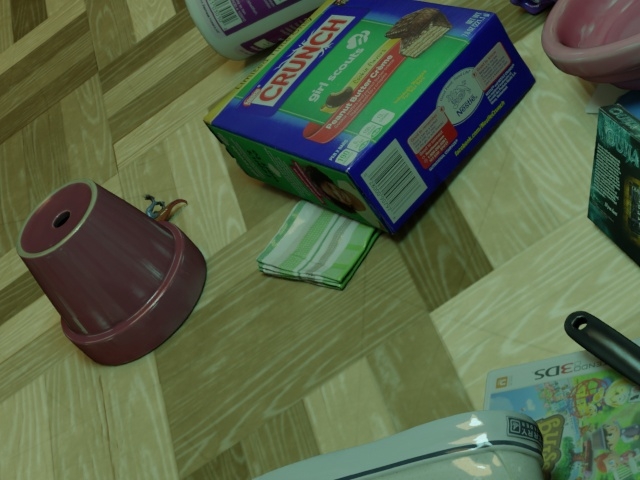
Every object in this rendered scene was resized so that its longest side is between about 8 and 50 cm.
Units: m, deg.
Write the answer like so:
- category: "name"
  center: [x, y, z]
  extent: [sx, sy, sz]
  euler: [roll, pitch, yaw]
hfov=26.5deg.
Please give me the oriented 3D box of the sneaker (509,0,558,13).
- category: "sneaker"
  center: [0.281, -0.335, 1.607]
  extent: [0.105, 0.095, 0.236]
  euler: [-65, 5, -13]

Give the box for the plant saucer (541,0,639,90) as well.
- category: "plant saucer"
  center: [0.393, -0.267, 1.430]
  extent: [0.332, 0.084, 0.332]
  euler: [-33, 20, 14]

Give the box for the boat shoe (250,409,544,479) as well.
- category: "boat shoe"
  center: [0.042, 0.277, 1.193]
  extent: [0.367, 0.136, 0.157]
  euler: [-23, 53, 31]

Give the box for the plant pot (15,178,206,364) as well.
- category: "plant pot"
  center: [-0.276, 0.027, 1.712]
  extent: [0.201, 0.180, 0.201]
  euler: [-26, 37, 21]

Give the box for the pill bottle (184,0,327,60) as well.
- category: "pill bottle"
  center: [-0.034, -0.389, 1.942]
  extent: [0.301, 0.169, 0.169]
  euler: [-22, 39, 24]

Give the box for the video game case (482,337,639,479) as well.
- category: "video game case"
  center: [0.226, 0.186, 1.201]
  extent: [0.193, 0.023, 0.212]
  euler: [-17, 42, 31]

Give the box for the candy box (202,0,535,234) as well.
- category: "candy box"
  center: [0.053, -0.170, 1.657]
  extent: [0.268, 0.122, 0.317]
  euler: [-47, 34, -15]

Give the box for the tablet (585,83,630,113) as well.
- category: "tablet"
  center: [0.334, -0.160, 1.488]
  extent: [0.083, 0.006, 0.054]
  euler: [5, 56, 47]

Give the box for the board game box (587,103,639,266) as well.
- category: "board game box"
  center: [0.311, -0.035, 1.278]
  extent: [0.026, 0.126, 0.186]
  euler: [-10, 32, -16]

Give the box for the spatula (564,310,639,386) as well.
- category: "spatula"
  center: [0.311, 0.134, 1.136]
  extent: [0.084, 0.030, 0.296]
  euler: [-48, 43, -7]

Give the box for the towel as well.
- category: "towel"
  center: [0.000, 0.000, 1.616]
  extent: [0.152, 0.023, 0.113]
  euler: [10, 60, 48]

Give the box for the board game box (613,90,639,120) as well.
- category: "board game box"
  center: [0.375, -0.151, 1.393]
  extent: [0.168, 0.033, 0.133]
  euler: [-34, 14, 11]

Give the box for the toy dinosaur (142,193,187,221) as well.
- category: "toy dinosaur"
  center: [-0.234, -0.020, 1.847]
  extent: [0.090, 0.047, 0.082]
  euler: [-6, 65, 26]
